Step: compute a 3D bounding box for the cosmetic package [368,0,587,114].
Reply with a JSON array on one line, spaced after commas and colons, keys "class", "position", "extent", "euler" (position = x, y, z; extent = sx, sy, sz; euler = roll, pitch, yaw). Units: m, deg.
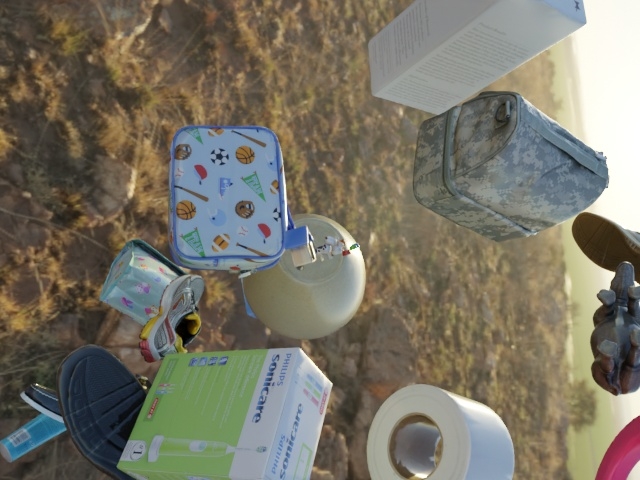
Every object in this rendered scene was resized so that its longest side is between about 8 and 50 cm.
[{"class": "cosmetic package", "position": [0.332, -0.471, 1.416], "extent": [0.230, 0.453, 0.161], "euler": [8, 71, -32]}]

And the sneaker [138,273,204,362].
[{"class": "sneaker", "position": [-0.266, 0.151, 1.218], "extent": [0.225, 0.093, 0.088], "euler": [-76, 155, -51]}]

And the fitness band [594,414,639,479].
[{"class": "fitness band", "position": [0.341, 0.306, 0.613], "extent": [0.209, 0.054, 0.291], "euler": [110, 0, -46]}]

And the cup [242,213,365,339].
[{"class": "cup", "position": [-0.032, 0.062, 1.567], "extent": [0.237, 0.331, 0.331], "euler": [106, -14, -69]}]

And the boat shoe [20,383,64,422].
[{"class": "boat shoe", "position": [-0.519, 0.383, 1.412], "extent": [0.302, 0.114, 0.091], "euler": [33, 78, -23]}]

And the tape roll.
[{"class": "tape roll", "position": [0.237, 0.425, 1.248], "extent": [0.169, 0.246, 0.246], "euler": [28, 55, -40]}]

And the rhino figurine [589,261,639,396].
[{"class": "rhino figurine", "position": [0.425, 0.115, 0.886], "extent": [0.243, 0.073, 0.106], "euler": [-58, 143, -47]}]

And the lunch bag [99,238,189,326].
[{"class": "lunch bag", "position": [-0.475, 0.118, 1.746], "extent": [0.223, 0.160, 0.262], "euler": [38, 10, -22]}]

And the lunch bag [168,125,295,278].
[{"class": "lunch bag", "position": [-0.178, -0.078, 1.237], "extent": [0.115, 0.243, 0.303], "euler": [131, -43, -69]}]

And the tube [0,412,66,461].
[{"class": "tube", "position": [-0.637, 0.431, 1.448], "extent": [0.207, 0.052, 0.080], "euler": [-30, 92, -47]}]

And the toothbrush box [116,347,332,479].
[{"class": "toothbrush box", "position": [-0.149, 0.293, 0.992], "extent": [0.122, 0.283, 0.206], "euler": [53, 39, -38]}]

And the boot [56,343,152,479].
[{"class": "boot", "position": [-0.369, 0.325, 1.171], "extent": [0.138, 0.284, 0.377], "euler": [-35, 111, -14]}]

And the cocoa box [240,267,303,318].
[{"class": "cocoa box", "position": [-0.089, 0.140, 2.025], "extent": [0.347, 0.228, 0.231], "euler": [42, 33, -64]}]

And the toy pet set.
[{"class": "toy pet set", "position": [0.000, 0.000, 1.095], "extent": [0.122, 0.114, 0.065], "euler": [-27, 102, -79]}]

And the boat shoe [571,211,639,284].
[{"class": "boat shoe", "position": [0.732, 0.030, 1.460], "extent": [0.098, 0.302, 0.109], "euler": [-5, 123, -39]}]

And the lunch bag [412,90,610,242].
[{"class": "lunch bag", "position": [0.370, -0.145, 1.206], "extent": [0.305, 0.256, 0.212], "euler": [24, 66, -30]}]
